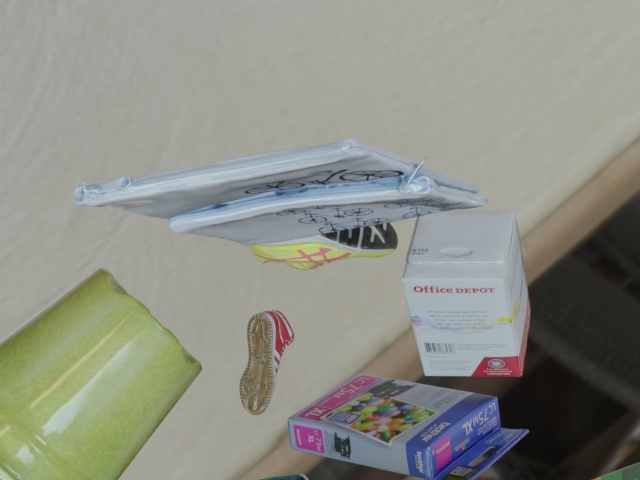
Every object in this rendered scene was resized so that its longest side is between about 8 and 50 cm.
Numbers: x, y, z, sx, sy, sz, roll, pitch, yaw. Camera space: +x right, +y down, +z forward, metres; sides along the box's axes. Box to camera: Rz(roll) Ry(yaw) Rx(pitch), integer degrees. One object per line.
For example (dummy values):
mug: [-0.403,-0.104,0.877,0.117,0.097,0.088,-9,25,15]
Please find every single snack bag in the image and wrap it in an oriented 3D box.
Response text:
snack bag: [-0.031,-0.043,1.514,0.323,0.037,0.342,-8,170,25]

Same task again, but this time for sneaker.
sneaker: [-0.060,0.136,1.658,0.067,0.042,0.118,-21,119,-70]
sneaker: [0.000,0.000,1.972,0.094,0.209,0.081,94,2,-50]

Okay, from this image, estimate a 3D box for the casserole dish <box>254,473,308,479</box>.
casserole dish: [-0.074,0.387,2.224,0.114,0.037,0.188,-9,176,-5]

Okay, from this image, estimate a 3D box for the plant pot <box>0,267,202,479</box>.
plant pot: [-0.294,0.180,1.779,0.254,0.276,0.276,-46,173,-7]

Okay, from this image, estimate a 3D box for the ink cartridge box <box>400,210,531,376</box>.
ink cartridge box: [0.184,0.065,1.803,0.127,0.128,0.176,-73,156,-44]

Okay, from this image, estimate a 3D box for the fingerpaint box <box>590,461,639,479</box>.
fingerpaint box: [0.214,0.468,1.788,0.445,0.163,0.371,-40,159,28]

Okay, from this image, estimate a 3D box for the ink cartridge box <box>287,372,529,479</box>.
ink cartridge box: [0.128,0.273,2.145,0.311,0.065,0.186,9,-156,38]
